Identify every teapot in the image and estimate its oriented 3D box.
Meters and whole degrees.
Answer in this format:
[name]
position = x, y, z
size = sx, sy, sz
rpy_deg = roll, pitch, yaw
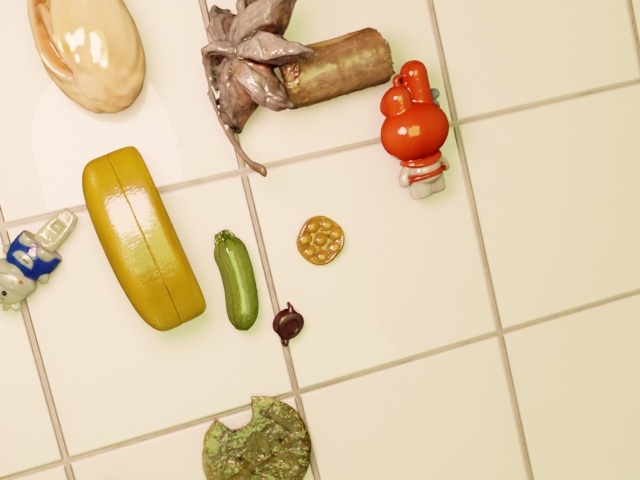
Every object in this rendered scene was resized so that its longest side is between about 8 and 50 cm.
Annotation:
[teapot]
position = -0.073, 0.182, 1.557
size = 0.067, 0.045, 0.100
rpy_deg = -1, 111, -34

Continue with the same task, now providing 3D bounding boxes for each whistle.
[whistle]
position = -0.572, 0.037, 1.416
size = 0.110, 0.092, 0.244
rpy_deg = 41, 85, 0

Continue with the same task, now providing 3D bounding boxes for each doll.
[doll]
position = 0.204, -0.237, 1.551
size = 0.160, 0.130, 0.291
rpy_deg = -21, 107, -21

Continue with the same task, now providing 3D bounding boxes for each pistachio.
[pistachio]
position = -0.446, -0.400, 1.384
size = 0.193, 0.214, 0.318
rpy_deg = -17, 89, 29

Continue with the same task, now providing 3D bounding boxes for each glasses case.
[glasses case]
position = -0.355, 0.004, 1.420
size = 0.141, 0.173, 0.372
rpy_deg = -25, 98, -14

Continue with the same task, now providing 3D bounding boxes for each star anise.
[star anise]
position = -0.141, -0.350, 1.418
size = 0.139, 0.316, 0.359
rpy_deg = -5, 50, -45

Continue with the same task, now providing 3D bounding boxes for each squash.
[squash]
position = -0.176, 0.083, 1.516
size = 0.077, 0.068, 0.219
rpy_deg = -15, 95, -6

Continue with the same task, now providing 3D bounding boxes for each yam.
[yam]
position = 0.025, -0.358, 1.509
size = 0.238, 0.128, 0.129
rpy_deg = -20, 119, -9

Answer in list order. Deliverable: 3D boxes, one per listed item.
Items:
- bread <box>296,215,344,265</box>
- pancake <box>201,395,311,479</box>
[bread]
position = 0.000, 0.000, 1.574
size = 0.109, 0.024, 0.110
rpy_deg = 0, 91, -12
[pancake]
position = -0.135, 0.465, 1.560
size = 0.253, 0.037, 0.254
rpy_deg = -1, 93, -12
